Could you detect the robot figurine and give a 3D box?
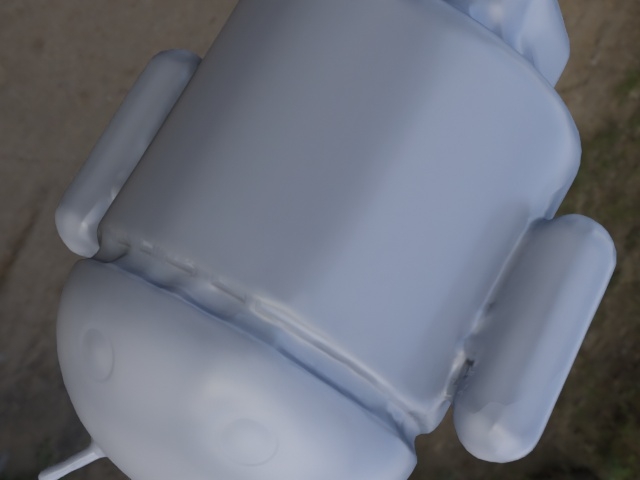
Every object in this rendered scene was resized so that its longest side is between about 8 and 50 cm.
[{"bbox_3d":[0.000,0.000,0.727,0.353,0.300,0.200,-59,149,-11],"label":"robot figurine"}]
